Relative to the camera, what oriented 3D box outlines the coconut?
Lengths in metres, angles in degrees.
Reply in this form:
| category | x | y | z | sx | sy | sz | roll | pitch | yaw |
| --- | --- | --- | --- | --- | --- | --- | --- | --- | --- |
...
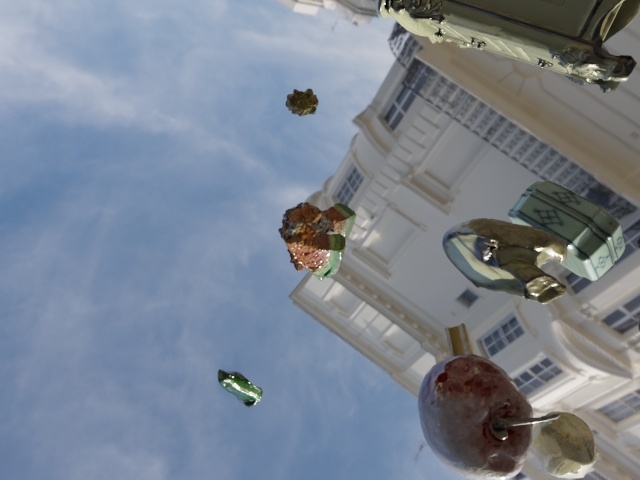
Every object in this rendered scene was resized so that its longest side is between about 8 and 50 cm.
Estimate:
| category | x | y | z | sx | sy | sz | roll | pitch | yaw |
| --- | --- | --- | --- | --- | --- | --- | --- | --- | --- |
| coconut | 0.661 | 0.566 | 1.243 | 0.161 | 0.162 | 0.161 | 6 | -149 | -3 |

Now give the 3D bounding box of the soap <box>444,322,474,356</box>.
| category | x | y | z | sx | sy | sz | roll | pitch | yaw |
| --- | --- | --- | --- | --- | --- | --- | --- | --- | --- |
| soap | 0.489 | 0.399 | 1.553 | 0.257 | 0.080 | 0.160 | -79 | -30 | -58 |

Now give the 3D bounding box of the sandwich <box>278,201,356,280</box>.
| category | x | y | z | sx | sy | sz | roll | pitch | yaw |
| --- | --- | --- | --- | --- | --- | --- | --- | --- | --- |
| sandwich | 0.000 | 0.000 | 1.324 | 0.162 | 0.250 | 0.301 | 34 | -172 | 33 |

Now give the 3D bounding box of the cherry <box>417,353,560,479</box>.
| category | x | y | z | sx | sy | sz | roll | pitch | yaw |
| --- | --- | --- | --- | --- | --- | --- | --- | --- | --- |
| cherry | 0.416 | 0.484 | 1.241 | 0.291 | 0.335 | 0.326 | -21 | -121 | -10 |

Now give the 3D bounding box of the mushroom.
| category | x | y | z | sx | sy | sz | roll | pitch | yaw |
| --- | --- | --- | --- | --- | --- | --- | --- | --- | --- |
| mushroom | 0.429 | 0.010 | 1.060 | 0.217 | 0.212 | 0.292 | 50 | -177 | -10 |

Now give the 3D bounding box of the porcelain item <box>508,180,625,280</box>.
| category | x | y | z | sx | sy | sz | roll | pitch | yaw |
| --- | --- | --- | --- | --- | --- | --- | --- | --- | --- |
| porcelain item | 0.731 | -0.035 | 1.346 | 0.286 | 0.157 | 0.281 | 35 | -173 | -45 |

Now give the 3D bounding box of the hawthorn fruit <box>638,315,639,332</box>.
| category | x | y | z | sx | sy | sz | roll | pitch | yaw |
| --- | --- | --- | --- | --- | --- | --- | --- | --- | --- |
| hawthorn fruit | 0.665 | 0.157 | 0.803 | 0.148 | 0.148 | 0.172 | -12 | -130 | -38 |

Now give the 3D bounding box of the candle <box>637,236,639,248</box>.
| category | x | y | z | sx | sy | sz | roll | pitch | yaw |
| --- | --- | --- | --- | --- | --- | --- | --- | --- | --- |
| candle | 0.878 | 0.034 | 1.189 | 0.162 | 0.053 | 0.048 | 35 | -102 | -33 |

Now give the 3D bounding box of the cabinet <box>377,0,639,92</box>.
| category | x | y | z | sx | sy | sz | roll | pitch | yaw |
| --- | --- | --- | --- | --- | --- | --- | --- | --- | --- |
| cabinet | 0.298 | -0.358 | 0.618 | 0.318 | 0.228 | 0.290 | 29 | -154 | 20 |

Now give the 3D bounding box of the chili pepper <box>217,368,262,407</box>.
| category | x | y | z | sx | sy | sz | roll | pitch | yaw |
| --- | --- | --- | --- | --- | --- | --- | --- | --- | --- |
| chili pepper | -0.233 | 0.396 | 1.250 | 0.108 | 0.216 | 0.062 | 23 | -116 | 27 |

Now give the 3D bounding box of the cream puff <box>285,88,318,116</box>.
| category | x | y | z | sx | sy | sz | roll | pitch | yaw |
| --- | --- | --- | --- | --- | --- | --- | --- | --- | --- |
| cream puff | -0.049 | -0.369 | 1.203 | 0.083 | 0.083 | 0.058 | 40 | -156 | -30 |
